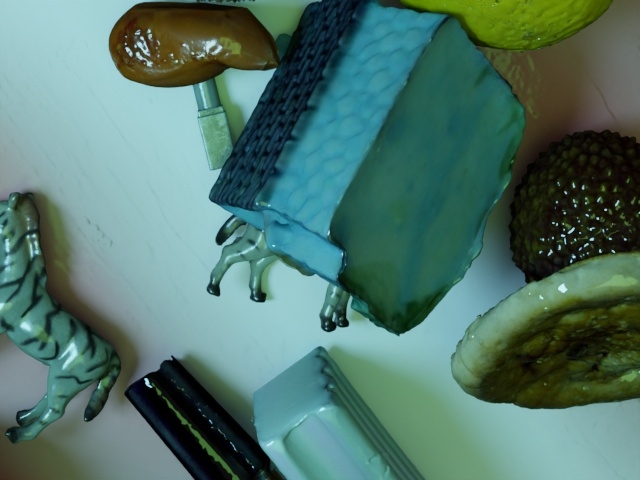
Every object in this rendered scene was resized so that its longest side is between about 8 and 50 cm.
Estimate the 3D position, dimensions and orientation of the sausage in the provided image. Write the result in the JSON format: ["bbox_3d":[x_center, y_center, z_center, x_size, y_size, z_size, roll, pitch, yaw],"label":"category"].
[{"bbox_3d":[-0.126,-0.192,1.173,0.179,0.089,0.089,2,106,20],"label":"sausage"}]

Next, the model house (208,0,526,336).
[{"bbox_3d":[0.022,-0.080,1.173,0.261,0.241,0.226,-61,144,-8],"label":"model house"}]

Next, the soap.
[{"bbox_3d":[0.050,0.264,1.290,0.095,0.173,0.289,-35,107,5],"label":"soap"}]

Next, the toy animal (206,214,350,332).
[{"bbox_3d":[0.001,0.001,1.269,0.217,0.073,0.176,14,97,-5],"label":"toy animal"}]

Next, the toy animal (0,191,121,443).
[{"bbox_3d":[-0.322,0.089,1.248,0.170,0.090,0.255,-27,109,-2],"label":"toy animal"}]

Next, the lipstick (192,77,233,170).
[{"bbox_3d":[-0.113,-0.138,1.237,0.030,0.030,0.129,-13,100,-3],"label":"lipstick"}]

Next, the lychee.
[{"bbox_3d":[0.285,-0.025,1.240,0.188,0.188,0.188,-2,105,-6],"label":"lychee"}]

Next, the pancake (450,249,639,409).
[{"bbox_3d":[0.301,0.106,1.226,0.356,0.356,0.065,-3,67,-6],"label":"pancake"}]

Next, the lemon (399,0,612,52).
[{"bbox_3d":[0.158,-0.312,1.100,0.310,0.258,0.258,37,98,-27],"label":"lemon"}]

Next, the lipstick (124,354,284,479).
[{"bbox_3d":[-0.046,0.295,1.285,0.077,0.077,0.418,-42,89,6],"label":"lipstick"}]

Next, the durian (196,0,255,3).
[{"bbox_3d":[-0.093,-0.310,1.116,0.196,0.167,0.196,5,80,-28],"label":"durian"}]
